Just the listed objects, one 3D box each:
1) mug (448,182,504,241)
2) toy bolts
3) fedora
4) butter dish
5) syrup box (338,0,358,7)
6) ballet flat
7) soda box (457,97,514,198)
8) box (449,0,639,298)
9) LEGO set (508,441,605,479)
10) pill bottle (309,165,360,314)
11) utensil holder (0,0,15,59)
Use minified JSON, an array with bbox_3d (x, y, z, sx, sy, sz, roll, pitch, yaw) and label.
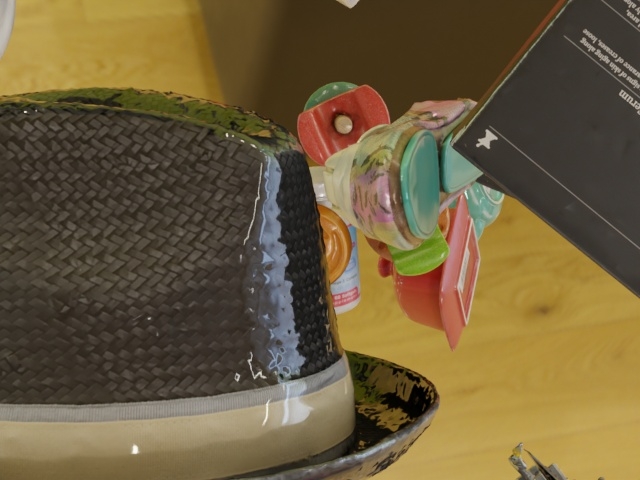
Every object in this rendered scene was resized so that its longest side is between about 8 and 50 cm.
[{"bbox_3d":[0.199,-0.062,1.980,0.129,0.097,0.158,-26,98,-58],"label":"mug"},{"bbox_3d":[0.023,-0.064,1.646,0.218,0.158,0.229,-19,100,1],"label":"toy bolts"},{"bbox_3d":[-0.115,0.012,0.618,0.334,0.334,0.153,-2,98,-15],"label":"fedora"},{"bbox_3d":[0.129,0.035,1.787,0.118,0.160,0.160,6,61,16],"label":"butter dish"},{"bbox_3d":[0.052,-0.292,1.027,0.096,0.093,0.237,41,97,17],"label":"syrup box"},{"bbox_3d":[0.049,-0.045,0.890,0.079,0.077,0.221,2,17,20],"label":"ballet flat"},{"bbox_3d":[0.186,-0.064,1.250,0.168,0.060,0.053,21,14,-22],"label":"soda box"},{"bbox_3d":[0.224,-0.041,0.746,0.261,0.103,0.184,39,98,0],"label":"box"},{"bbox_3d":[0.231,0.320,1.305,0.192,0.331,0.255,-37,76,-9],"label":"LEGO set"},{"bbox_3d":[0.000,0.000,1.655,0.087,0.160,0.087,-4,21,2],"label":"pill bottle"},{"bbox_3d":[-0.495,-0.334,1.497,0.327,0.385,0.328,3,72,-8],"label":"utensil holder"}]
